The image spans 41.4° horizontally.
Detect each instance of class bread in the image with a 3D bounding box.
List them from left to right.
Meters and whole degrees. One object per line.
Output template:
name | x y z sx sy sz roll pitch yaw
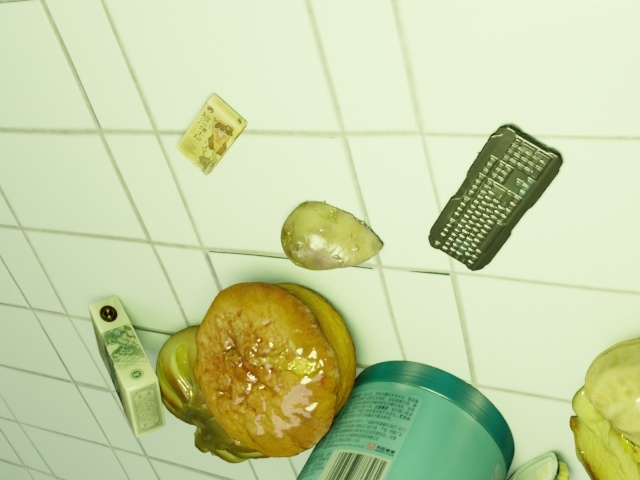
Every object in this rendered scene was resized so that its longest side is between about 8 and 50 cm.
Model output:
bread | -0.199 0.325 1.729 0.333 0.160 0.333 17 134 19
bread | -0.076 0.216 1.482 0.312 0.172 0.312 7 103 32
bread | 0.494 0.324 1.290 0.132 0.252 0.174 -13 129 -11

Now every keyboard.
keyboard | 0.240 -0.053 1.203 0.106 0.016 0.262 32 138 5

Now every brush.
brush | 0.368 0.458 1.551 0.060 0.068 0.297 20 144 -14

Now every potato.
potato | 0.000 0.000 1.357 0.172 0.089 0.101 3 126 34

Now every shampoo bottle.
shampoo bottle | 0.129 0.444 1.478 0.331 0.343 0.331 19 134 20

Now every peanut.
peanut | 0.530 0.216 1.138 0.339 0.174 0.158 -3 155 32

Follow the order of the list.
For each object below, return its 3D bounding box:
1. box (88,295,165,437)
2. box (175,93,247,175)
box | -0.410 0.263 1.783 0.256 0.069 0.164 52 152 40
box | -0.179 -0.170 1.378 0.073 0.020 0.149 41 138 -4
